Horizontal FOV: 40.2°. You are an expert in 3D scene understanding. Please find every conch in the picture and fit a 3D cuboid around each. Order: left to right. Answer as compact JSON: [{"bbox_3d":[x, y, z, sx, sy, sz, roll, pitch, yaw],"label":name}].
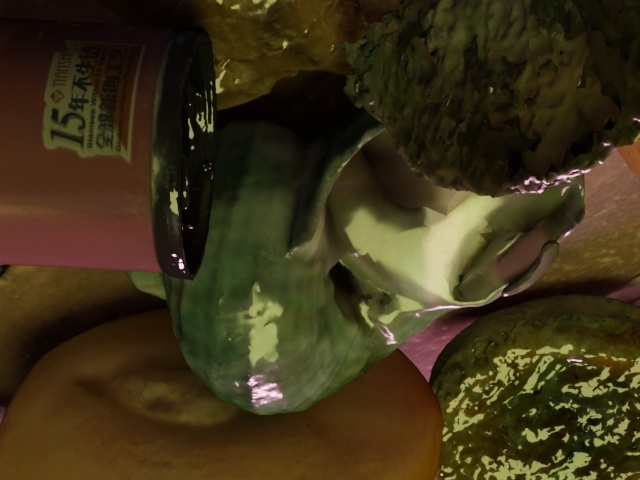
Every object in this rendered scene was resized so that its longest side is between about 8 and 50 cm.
[{"bbox_3d":[0.000,0.000,0.508,0.277,0.195,0.220,11,140,6],"label":"conch"}]

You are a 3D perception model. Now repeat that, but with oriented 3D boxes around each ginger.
[{"bbox_3d":[-0.053,-0.129,0.404,0.132,0.059,0.214,-17,146,15],"label":"ginger"}]

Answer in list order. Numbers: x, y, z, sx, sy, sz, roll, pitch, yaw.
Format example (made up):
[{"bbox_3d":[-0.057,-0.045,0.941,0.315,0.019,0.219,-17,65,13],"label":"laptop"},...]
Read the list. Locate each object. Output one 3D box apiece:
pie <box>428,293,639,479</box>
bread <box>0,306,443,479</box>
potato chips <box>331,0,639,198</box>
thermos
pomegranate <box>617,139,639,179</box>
[{"bbox_3d":[0.216,0.179,0.773,0.276,0.078,0.277,0,99,-2],"label":"pie"},{"bbox_3d":[-0.083,0.228,0.701,0.347,0.253,0.376,-1,140,-12],"label":"bread"},{"bbox_3d":[0.073,-0.113,0.333,0.029,0.202,0.220,-6,135,-32],"label":"potato chips"},{"bbox_3d":[-0.217,-0.050,0.398,0.330,0.136,0.110,3,103,0],"label":"thermos"},{"bbox_3d":[0.244,-0.121,0.332,0.319,0.319,0.319,-9,143,-7],"label":"pomegranate"}]
